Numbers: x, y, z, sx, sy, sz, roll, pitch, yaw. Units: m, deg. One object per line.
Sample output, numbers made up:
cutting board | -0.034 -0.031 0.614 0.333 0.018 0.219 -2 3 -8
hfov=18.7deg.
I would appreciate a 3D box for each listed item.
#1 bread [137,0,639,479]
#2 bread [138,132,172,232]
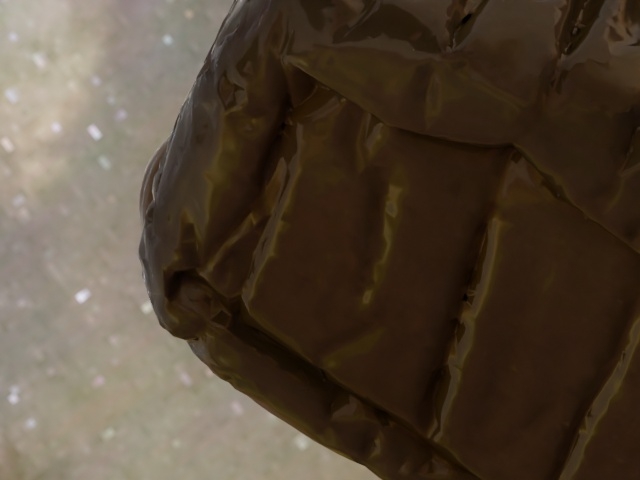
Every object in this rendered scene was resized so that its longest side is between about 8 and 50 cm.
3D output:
bread | 0.078 0.009 0.450 0.106 0.236 0.140 -53 -8 -49
bread | -0.001 0.002 0.711 0.173 0.134 0.085 -92 12 -84
